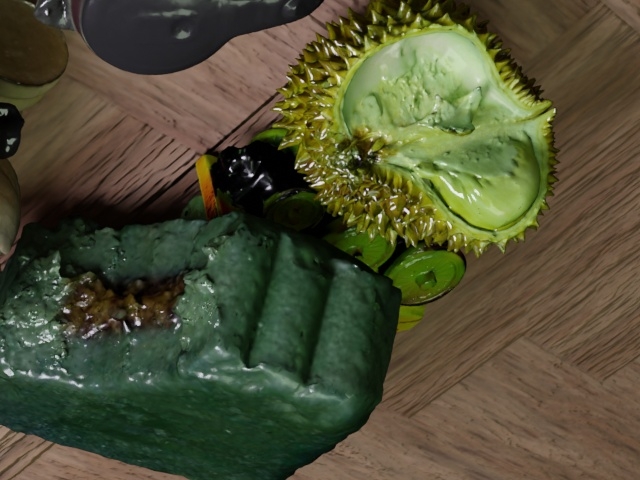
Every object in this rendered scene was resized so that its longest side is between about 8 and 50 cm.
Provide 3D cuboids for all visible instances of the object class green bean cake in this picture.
[{"bbox_3d":[-0.120,0.079,1.435,0.300,0.169,0.308,20,154,-16],"label":"green bean cake"}]

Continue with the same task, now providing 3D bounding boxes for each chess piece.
[{"bbox_3d":[-0.279,-0.098,1.336,0.090,0.090,0.200,10,141,-32],"label":"chess piece"}]

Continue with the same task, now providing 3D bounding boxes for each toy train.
[{"bbox_3d":[0.000,0.000,1.544,0.296,0.100,0.160,23,127,-39],"label":"toy train"}]

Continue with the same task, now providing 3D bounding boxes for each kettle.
[{"bbox_3d":[-0.097,-0.217,1.134,0.202,0.232,0.144,-4,141,-13],"label":"kettle"}]

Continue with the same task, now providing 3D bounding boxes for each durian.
[{"bbox_3d":[0.075,-0.096,1.391,0.237,0.200,0.176,33,164,-30],"label":"durian"}]

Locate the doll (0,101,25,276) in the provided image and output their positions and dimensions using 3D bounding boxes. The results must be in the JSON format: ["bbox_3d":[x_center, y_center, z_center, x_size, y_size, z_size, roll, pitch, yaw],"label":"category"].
[{"bbox_3d":[-0.324,-0.037,1.190,0.247,0.247,0.349,-13,139,-9],"label":"doll"}]
